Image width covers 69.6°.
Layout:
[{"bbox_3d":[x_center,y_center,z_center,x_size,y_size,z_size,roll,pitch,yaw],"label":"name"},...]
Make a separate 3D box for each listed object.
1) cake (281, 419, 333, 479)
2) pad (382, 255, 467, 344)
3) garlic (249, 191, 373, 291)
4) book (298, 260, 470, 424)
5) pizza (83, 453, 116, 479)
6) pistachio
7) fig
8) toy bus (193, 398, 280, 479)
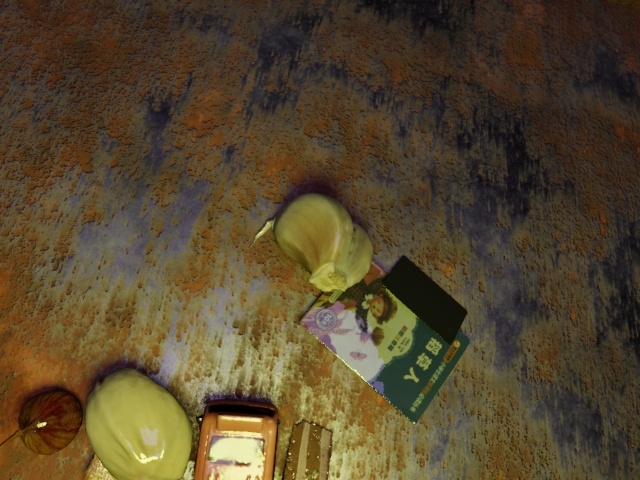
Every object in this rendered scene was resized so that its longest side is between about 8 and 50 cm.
[{"bbox_3d":[-0.045,0.617,1.167,0.116,0.113,0.295,17,57,-6],"label":"cake"},{"bbox_3d":[0.314,0.174,1.375,0.265,0.009,0.159,42,48,4],"label":"pad"},{"bbox_3d":[0.000,0.000,1.327,0.340,0.231,0.246,24,86,42],"label":"garlic"},{"bbox_3d":[0.189,0.268,1.334,0.428,0.039,0.300,40,68,5],"label":"book"},{"bbox_3d":[-0.493,0.588,1.108,0.182,0.062,0.161,35,63,-2],"label":"pizza"},{"bbox_3d":[-0.430,0.428,1.085,0.332,0.226,0.208,39,87,24],"label":"pistachio"},{"bbox_3d":[-0.652,0.419,1.062,0.134,0.201,0.146,-33,73,-7],"label":"fig"},{"bbox_3d":[-0.207,0.593,1.058,0.203,0.233,0.427,6,72,-7],"label":"toy bus"}]
